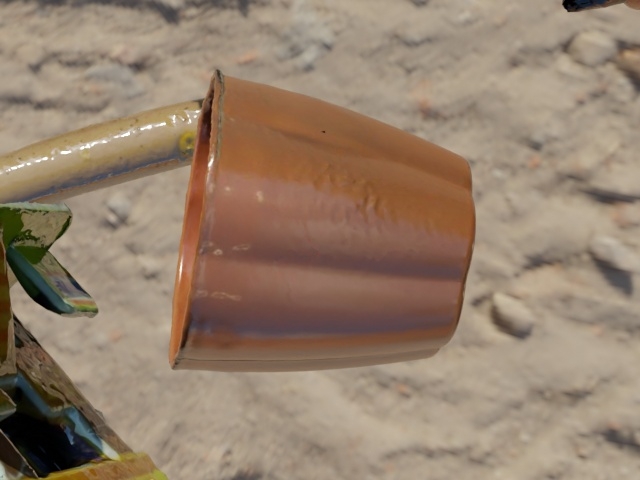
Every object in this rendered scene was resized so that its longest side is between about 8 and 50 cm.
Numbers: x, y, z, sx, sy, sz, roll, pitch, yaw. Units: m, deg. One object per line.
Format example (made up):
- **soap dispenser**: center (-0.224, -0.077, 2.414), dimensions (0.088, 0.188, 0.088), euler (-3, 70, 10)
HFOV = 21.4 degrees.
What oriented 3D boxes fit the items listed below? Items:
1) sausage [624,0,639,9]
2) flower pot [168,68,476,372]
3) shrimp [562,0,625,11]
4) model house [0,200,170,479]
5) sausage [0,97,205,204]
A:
- **sausage**: center (0.407, -0.270, 1.789), dimensions (0.071, 0.234, 0.071), euler (-6, 104, -26)
- **flower pot**: center (0.000, 0.000, 1.065), dimensions (0.173, 0.190, 0.190), euler (9, 115, -10)
- **shrimp**: center (0.226, -0.154, 0.884), dimensions (0.054, 0.222, 0.290), euler (34, 143, -27)
- **model house**: center (-0.182, 0.149, 0.894), dimensions (0.242, 0.357, 0.313), euler (-46, 78, 6)
- **sausage**: center (-0.189, -0.076, 1.523), dimensions (0.301, 0.066, 0.066), euler (-15, 108, 0)
